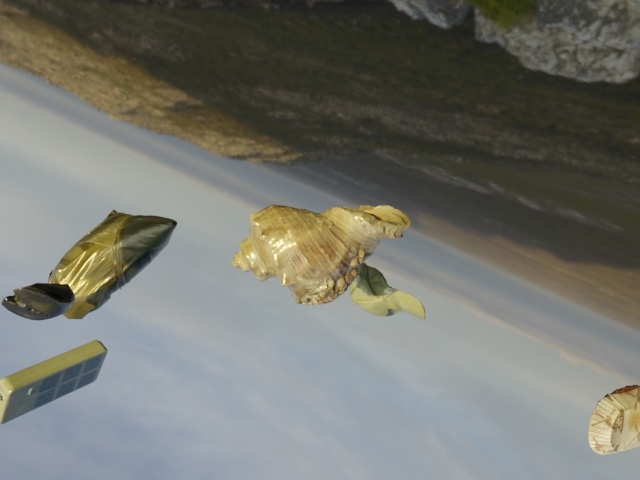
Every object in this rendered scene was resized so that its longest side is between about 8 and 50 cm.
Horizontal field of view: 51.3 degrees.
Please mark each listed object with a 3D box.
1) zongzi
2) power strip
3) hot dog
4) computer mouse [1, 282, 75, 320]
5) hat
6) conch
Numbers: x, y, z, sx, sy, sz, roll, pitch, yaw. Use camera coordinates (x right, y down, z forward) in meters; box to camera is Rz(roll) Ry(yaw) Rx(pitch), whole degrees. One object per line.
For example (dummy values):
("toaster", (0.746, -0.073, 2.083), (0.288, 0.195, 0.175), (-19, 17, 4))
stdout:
("zongzi", (-0.410, 0.050, 1.305), (0.274, 0.251, 0.125), (2, 139, 53))
("power strip", (-0.579, 0.299, 1.429), (0.046, 0.118, 0.270), (44, -147, 18))
("hot dog", (0.447, 0.259, 0.964), (0.192, 0.099, 0.053), (-2, -173, -33))
("computer mouse", (-0.471, 0.107, 1.127), (0.047, 0.079, 0.135), (63, -164, 22))
("hat", (0.126, 0.109, 1.272), (0.166, 0.081, 0.122), (28, 180, 8))
("conch", (0.000, 0.000, 0.908), (0.178, 0.245, 0.163), (-113, 8, -52))
